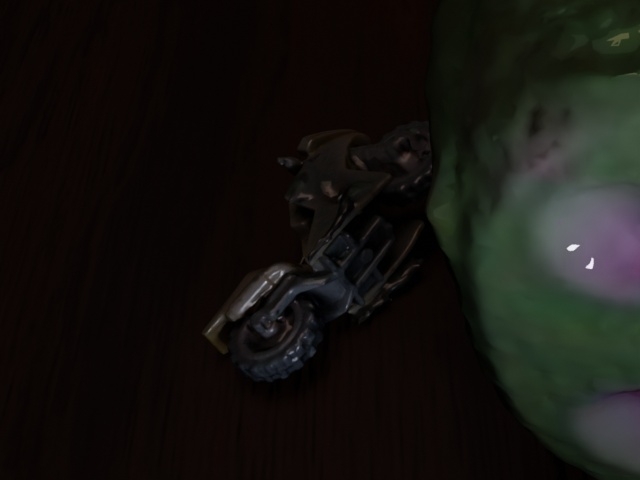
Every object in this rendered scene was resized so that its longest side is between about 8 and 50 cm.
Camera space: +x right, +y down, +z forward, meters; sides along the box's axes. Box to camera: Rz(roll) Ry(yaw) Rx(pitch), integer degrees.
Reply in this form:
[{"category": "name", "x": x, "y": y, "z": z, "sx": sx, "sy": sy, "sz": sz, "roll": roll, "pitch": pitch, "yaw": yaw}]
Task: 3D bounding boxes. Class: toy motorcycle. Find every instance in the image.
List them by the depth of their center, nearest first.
[{"category": "toy motorcycle", "x": 0.000, "y": 0.000, "z": 0.880, "sx": 0.130, "sy": 0.094, "sz": 0.229, "roll": 22, "pitch": 68, "yaw": 45}]

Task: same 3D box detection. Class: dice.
[{"category": "dice", "x": 0.251, "y": -0.061, "z": 0.655, "sx": 0.330, "sy": 0.318, "sz": 0.322, "roll": 1, "pitch": 44, "yaw": 24}]
